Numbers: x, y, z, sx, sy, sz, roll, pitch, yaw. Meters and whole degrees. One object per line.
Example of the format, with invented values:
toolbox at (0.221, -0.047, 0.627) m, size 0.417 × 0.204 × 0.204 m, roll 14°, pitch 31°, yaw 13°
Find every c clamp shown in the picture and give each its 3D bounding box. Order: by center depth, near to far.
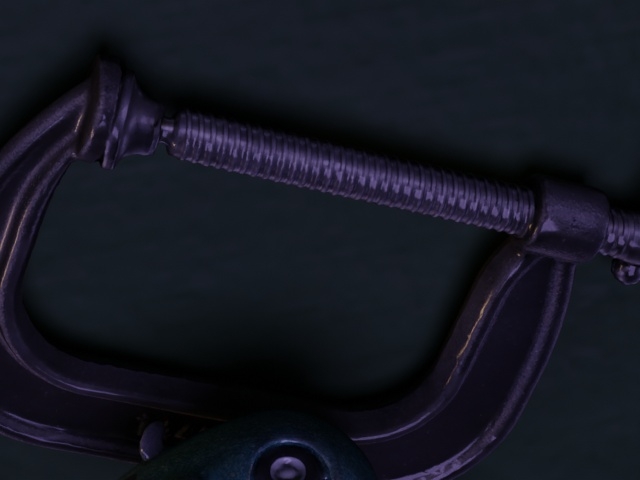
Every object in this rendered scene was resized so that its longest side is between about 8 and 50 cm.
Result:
c clamp at (0.000, 0.000, 0.383) m, size 0.161 × 0.022 × 0.137 m, roll 7°, pitch 125°, yaw -16°

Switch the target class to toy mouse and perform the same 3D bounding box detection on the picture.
toy mouse at (-0.006, 0.075, 0.408) m, size 0.143 × 0.031 × 0.161 m, roll -33°, pitch 132°, yaw 24°
